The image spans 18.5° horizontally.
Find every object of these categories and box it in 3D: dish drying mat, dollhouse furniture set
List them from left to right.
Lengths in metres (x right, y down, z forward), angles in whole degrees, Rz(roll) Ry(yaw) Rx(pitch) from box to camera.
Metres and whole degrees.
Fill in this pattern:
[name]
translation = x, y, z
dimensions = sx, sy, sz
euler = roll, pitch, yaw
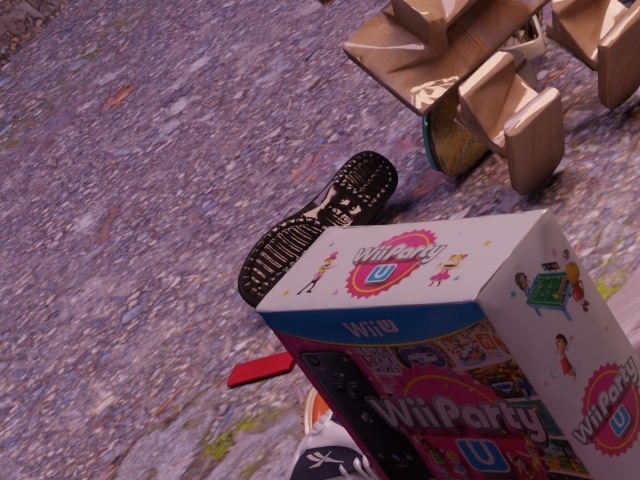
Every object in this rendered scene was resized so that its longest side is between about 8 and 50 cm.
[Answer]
[dish drying mat]
translation = -0.058, 0.129, 1.987
dimensions = 0.083, 0.008, 0.032
euler = -17, 28, 34
[dollhouse furniture set]
translation = 0.210, -0.276, 2.075
dimensions = 0.394, 0.256, 0.362
euler = -43, 66, -12

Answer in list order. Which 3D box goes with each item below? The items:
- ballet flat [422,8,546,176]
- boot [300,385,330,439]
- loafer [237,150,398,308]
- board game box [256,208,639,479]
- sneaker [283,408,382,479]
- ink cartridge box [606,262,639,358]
[ballet flat]
translation = 0.191, -0.192, 2.177
dimensions = 0.123, 0.123, 0.348
euler = -23, 24, 25
[boot]
translation = 0.040, 0.141, 1.768
dimensions = 0.085, 0.059, 0.158
euler = -11, 30, 35
[loafer]
translation = 0.000, 0.000, 2.107
dimensions = 0.220, 0.080, 0.078
euler = -42, -9, -17
[board game box]
translation = 0.127, 0.126, 1.345
dimensions = 0.224, 0.303, 0.097
euler = -5, 36, 51
[sneaker]
translation = 0.062, 0.192, 1.580
dimensions = 0.235, 0.094, 0.153
euler = -27, 24, 18
[ink cartridge box]
translation = 0.291, 0.025, 1.466
dimensions = 0.261, 0.066, 0.296
euler = -47, 0, -19
